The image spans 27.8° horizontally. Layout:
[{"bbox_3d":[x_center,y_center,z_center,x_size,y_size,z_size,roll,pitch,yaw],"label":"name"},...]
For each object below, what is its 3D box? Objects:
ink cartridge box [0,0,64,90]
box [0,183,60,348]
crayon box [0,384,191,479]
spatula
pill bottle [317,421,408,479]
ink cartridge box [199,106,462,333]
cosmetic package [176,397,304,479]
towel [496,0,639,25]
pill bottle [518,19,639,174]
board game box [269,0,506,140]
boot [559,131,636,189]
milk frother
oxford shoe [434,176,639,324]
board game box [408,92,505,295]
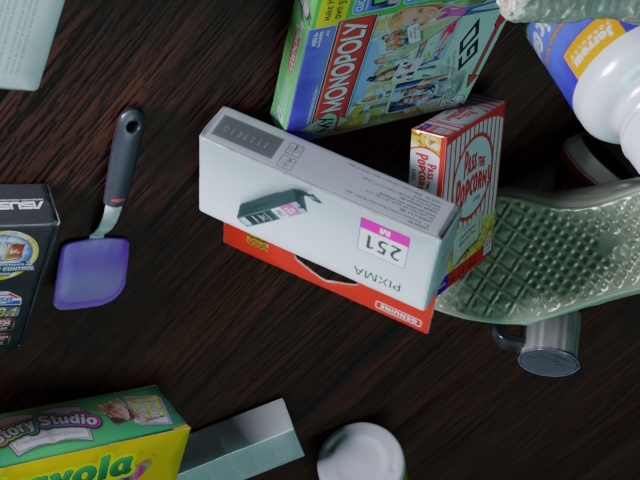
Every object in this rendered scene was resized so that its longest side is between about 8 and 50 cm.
[{"bbox_3d":[-0.331,-0.235,0.955,0.283,0.117,0.207,2,131,-32],"label":"ink cartridge box"},{"bbox_3d":[-0.425,0.035,1.332,0.270,0.060,0.216,-2,141,-29],"label":"box"},{"bbox_3d":[-0.374,0.360,1.660,0.363,0.106,0.313,-8,129,-37],"label":"crayon box"},{"bbox_3d":[-0.227,-0.030,1.388,0.084,0.030,0.296,-5,141,-27],"label":"spatula"},{"bbox_3d":[0.075,0.401,2.058,0.136,0.136,0.245,-20,146,-5],"label":"pill bottle"},{"bbox_3d":[0.000,0.000,1.386,0.060,0.275,0.239,-57,164,-35],"label":"ink cartridge box"},{"bbox_3d":[-0.150,0.313,1.872,0.239,0.060,0.099,-21,144,-4],"label":"cosmetic package"},{"bbox_3d":[0.225,-0.324,1.096,0.187,0.282,0.049,-4,-174,-26],"label":"towel"},{"bbox_3d":[0.296,-0.192,1.264,0.152,0.272,0.152,-16,145,-12],"label":"pill bottle"},{"bbox_3d":[0.073,-0.201,1.249,0.213,0.046,0.317,-15,161,-14],"label":"board game box"},{"bbox_3d":[0.319,-0.037,1.658,0.176,0.088,0.244,-33,148,17],"label":"boot"},{"bbox_3d":[0.310,0.127,1.826,0.129,0.134,0.143,1,148,19],"label":"milk frother"},{"bbox_3d":[0.303,0.006,1.550,0.449,0.169,0.130,-9,-179,25],"label":"oxford shoe"},{"bbox_3d":[0.148,-0.051,1.443,0.147,0.045,0.193,-34,133,-49],"label":"board game box"}]
